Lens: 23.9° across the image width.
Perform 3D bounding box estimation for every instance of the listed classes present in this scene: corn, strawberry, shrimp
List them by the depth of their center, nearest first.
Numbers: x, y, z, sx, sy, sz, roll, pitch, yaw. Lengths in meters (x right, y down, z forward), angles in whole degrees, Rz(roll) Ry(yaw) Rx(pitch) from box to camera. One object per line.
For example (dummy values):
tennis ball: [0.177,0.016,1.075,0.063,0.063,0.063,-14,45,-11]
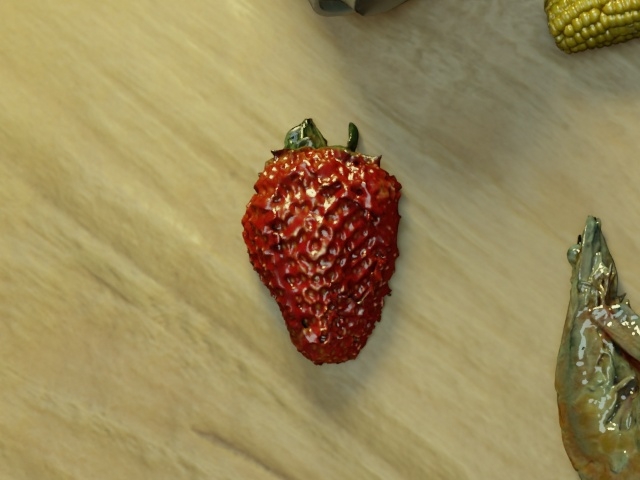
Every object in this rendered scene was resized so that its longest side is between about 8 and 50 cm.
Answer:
corn: [0.394,-0.286,1.641,0.310,0.101,0.101,-17,87,9]
shrimp: [0.329,0.125,1.648,0.164,0.062,0.317,-9,80,36]
strawberry: [0.000,0.000,1.702,0.188,0.106,0.286,-7,89,11]

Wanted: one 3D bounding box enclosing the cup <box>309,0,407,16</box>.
cup: [0.030,-0.445,1.630,0.253,0.253,0.371,-29,83,8]
